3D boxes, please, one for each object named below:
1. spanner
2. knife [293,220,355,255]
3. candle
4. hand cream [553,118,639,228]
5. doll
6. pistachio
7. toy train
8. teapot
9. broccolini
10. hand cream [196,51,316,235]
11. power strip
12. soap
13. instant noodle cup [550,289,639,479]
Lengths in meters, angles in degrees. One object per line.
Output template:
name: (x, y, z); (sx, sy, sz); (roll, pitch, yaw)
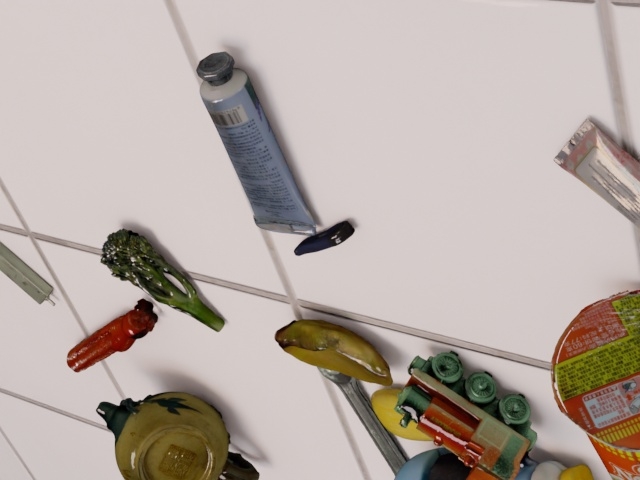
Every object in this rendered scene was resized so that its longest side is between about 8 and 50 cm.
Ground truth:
spanner: (0.079, 0.261, 1.735); (0.071, 0.017, 0.302); (-1, 132, 44)
knife: (0.000, 0.000, 1.483); (0.018, 0.031, 0.121); (48, 151, -15)
candle: (-0.329, 0.157, 1.967); (0.048, 0.051, 0.329); (36, 149, -15)
hand cream: (0.306, -0.025, 1.150); (0.210, 0.043, 0.067); (41, 145, 6)
doll: (0.203, 0.343, 1.606); (0.314, 0.141, 0.177); (-14, 90, 39)
pistachio: (0.020, 0.133, 1.605); (0.173, 0.049, 0.089); (15, 159, 26)
toy train: (0.167, 0.210, 1.494); (0.176, 0.118, 0.074); (32, 144, 6)
teapot: (-0.222, 0.312, 1.983); (0.269, 0.173, 0.182); (23, -170, -20)
broccolini: (-0.215, 0.064, 1.734); (0.203, 0.068, 0.091); (42, 128, -7)
hand cream: (-0.077, -0.097, 1.416); (0.088, 0.055, 0.256); (6, 138, 29)
power strip: (-0.469, 0.056, 2.010); (0.136, 0.019, 0.051); (41, 146, -4)
soap: (0.135, 0.226, 1.621); (0.169, 0.033, 0.089); (2, 135, 42)
instant noodle cup: (0.340, 0.180, 1.255); (0.193, 0.193, 0.212); (13, 147, 34)
